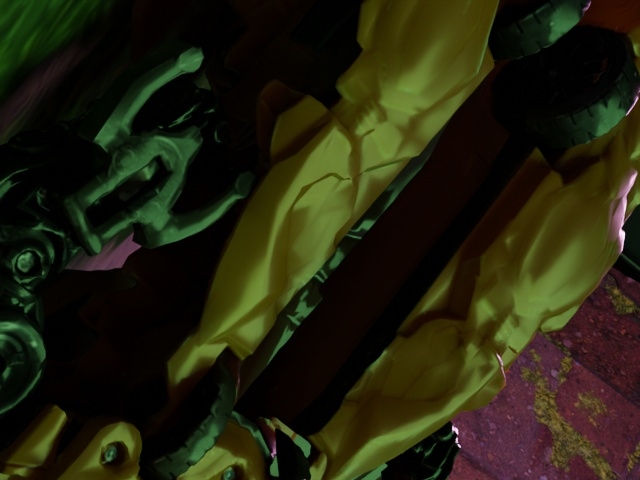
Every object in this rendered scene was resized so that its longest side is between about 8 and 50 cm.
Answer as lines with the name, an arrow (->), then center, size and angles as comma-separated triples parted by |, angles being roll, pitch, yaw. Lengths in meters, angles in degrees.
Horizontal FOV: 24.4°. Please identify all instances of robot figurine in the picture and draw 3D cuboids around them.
robot figurine -> 0.000, 0.000, 0.429 | 0.291, 0.211, 0.085 | -49, -140, -16

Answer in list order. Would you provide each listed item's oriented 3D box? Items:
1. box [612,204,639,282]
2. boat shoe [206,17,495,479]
box -> 0.181, -0.152, 0.853 | 0.296, 0.183, 0.294 | -53, -161, 3
boat shoe -> 0.023, -0.052, 0.575 | 0.123, 0.123, 0.342 | 26, 88, -46
